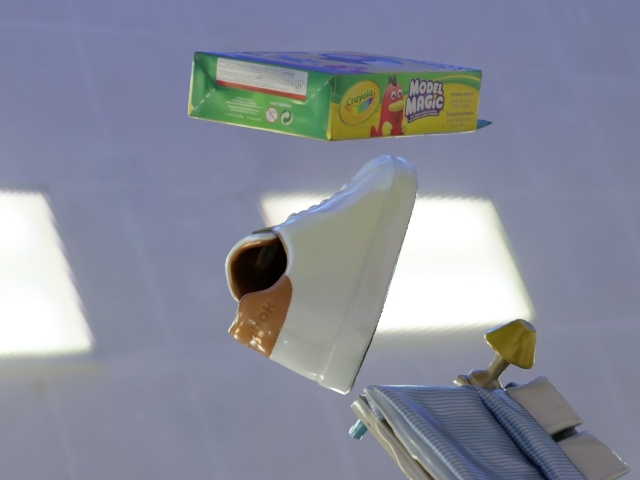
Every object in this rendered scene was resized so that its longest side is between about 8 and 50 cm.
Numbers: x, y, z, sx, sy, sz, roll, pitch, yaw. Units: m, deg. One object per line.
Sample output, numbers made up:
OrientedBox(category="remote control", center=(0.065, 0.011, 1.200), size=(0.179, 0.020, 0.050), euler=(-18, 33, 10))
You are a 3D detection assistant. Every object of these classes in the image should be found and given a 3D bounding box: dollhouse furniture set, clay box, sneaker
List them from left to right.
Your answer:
OrientedBox(category="sneaker", center=(0.000, 0.000, 1.525), size=(0.123, 0.106, 0.290), euler=(20, -151, 1))
OrientedBox(category="clay box", center=(0.022, -0.109, 1.449), size=(0.222, 0.127, 0.053), euler=(-10, -72, -54))
OrientedBox(category="dollhouse furniture set", center=(0.155, 0.134, 1.328), size=(0.286, 0.198, 0.303), euler=(9, -147, -49))
